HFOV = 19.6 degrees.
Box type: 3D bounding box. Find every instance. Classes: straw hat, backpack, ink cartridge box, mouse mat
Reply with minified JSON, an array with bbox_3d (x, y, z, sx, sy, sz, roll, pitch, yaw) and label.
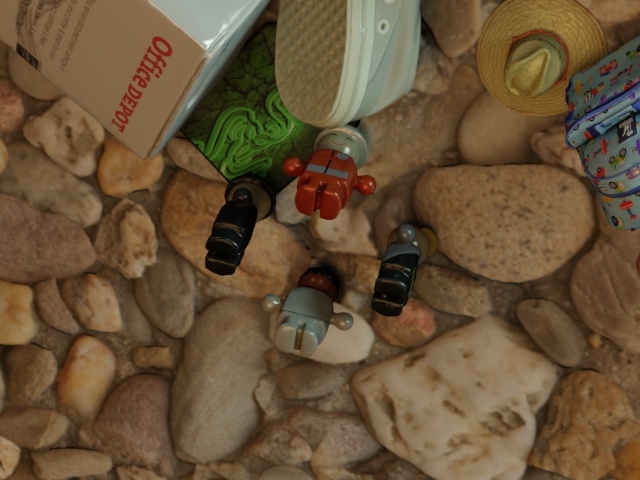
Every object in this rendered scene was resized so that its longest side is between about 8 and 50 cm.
[{"bbox_3d":[0.219,-0.179,1.902,0.144,0.061,0.145,10,119,18],"label":"straw hat"},{"bbox_3d":[0.319,-0.101,1.824,0.158,0.173,0.117,-28,122,31],"label":"backpack"},{"bbox_3d":[-0.250,-0.304,1.897,0.395,0.166,0.285,41,154,-1],"label":"ink cartridge box"},{"bbox_3d":[-0.063,-0.137,2.070,0.152,0.007,0.189,47,124,-6],"label":"mouse mat"}]

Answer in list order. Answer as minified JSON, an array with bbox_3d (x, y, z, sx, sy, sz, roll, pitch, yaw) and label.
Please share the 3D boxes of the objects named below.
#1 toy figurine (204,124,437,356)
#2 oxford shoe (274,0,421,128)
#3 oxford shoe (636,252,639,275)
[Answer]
[{"bbox_3d":[0.000,0.000,2.037,0.213,0.148,0.209,-30,110,29],"label":"toy figurine"},{"bbox_3d":[0.054,-0.332,1.859,0.169,0.130,0.449,26,115,45],"label":"oxford shoe"},{"bbox_3d":[0.521,0.030,1.847,0.397,0.140,0.147,17,114,11],"label":"oxford shoe"}]
